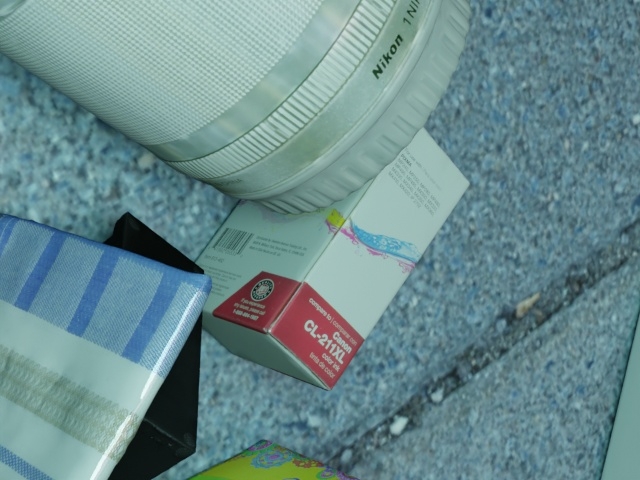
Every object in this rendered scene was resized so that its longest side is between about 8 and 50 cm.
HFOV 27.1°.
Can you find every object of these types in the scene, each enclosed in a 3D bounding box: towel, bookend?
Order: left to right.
[{"bbox_3d":[-0.194,0.119,0.735,0.034,0.209,0.285,42,72,-41],"label":"towel"},{"bbox_3d":[-0.155,0.091,0.828,0.157,0.156,0.072,-34,125,24],"label":"bookend"}]

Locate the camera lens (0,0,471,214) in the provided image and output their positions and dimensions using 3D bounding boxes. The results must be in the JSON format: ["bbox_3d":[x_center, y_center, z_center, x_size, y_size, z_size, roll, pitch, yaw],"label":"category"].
[{"bbox_3d":[-0.075,-0.165,0.769,0.274,0.219,0.219,35,77,-33],"label":"camera lens"}]

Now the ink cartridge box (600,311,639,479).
[{"bbox_3d":[0.415,0.114,1.193,0.272,0.130,0.309,14,88,-36],"label":"ink cartridge box"}]

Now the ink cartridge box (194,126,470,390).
[{"bbox_3d":[0.000,0.000,0.897,0.072,0.127,0.175,45,72,-31],"label":"ink cartridge box"}]

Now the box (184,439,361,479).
[{"bbox_3d":[-0.079,0.327,0.862,0.290,0.177,0.279,-23,108,-30],"label":"box"}]
